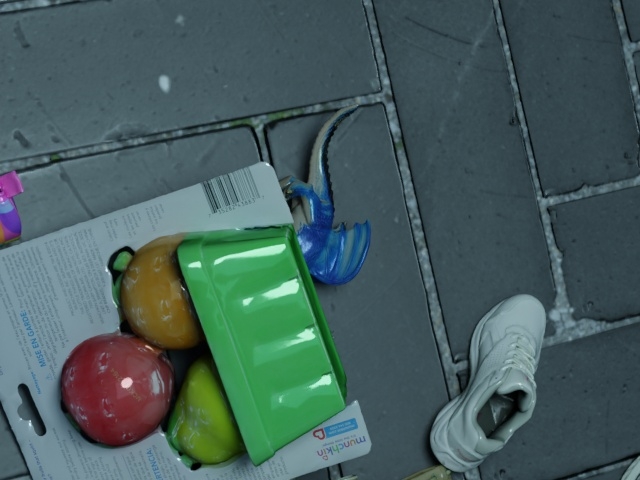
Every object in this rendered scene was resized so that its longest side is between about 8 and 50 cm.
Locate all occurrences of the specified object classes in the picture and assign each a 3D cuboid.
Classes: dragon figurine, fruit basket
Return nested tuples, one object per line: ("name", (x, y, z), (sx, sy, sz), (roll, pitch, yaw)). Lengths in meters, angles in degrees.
("dragon figurine", (0.000, 0.000, 1.522), (0.144, 0.085, 0.289), (31, 81, -17))
("fruit basket", (-0.160, 0.122, 1.411), (0.353, 0.165, 0.327), (-18, 99, 11))

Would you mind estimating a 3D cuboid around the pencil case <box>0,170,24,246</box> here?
("pencil case", (-0.416, -0.010, 1.368), (0.236, 0.104, 0.104), (-23, 94, -19))

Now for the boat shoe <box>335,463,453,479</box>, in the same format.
("boat shoe", (0.044, 0.297, 1.491), (0.285, 0.104, 0.089), (5, 69, -45))

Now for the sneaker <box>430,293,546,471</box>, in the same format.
("sneaker", (0.218, 0.160, 1.566), (0.090, 0.115, 0.232), (33, 65, -16))

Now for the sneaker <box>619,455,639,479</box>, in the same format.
("sneaker", (0.394, 0.358, 1.618), (0.110, 0.122, 0.283), (44, 73, -12))

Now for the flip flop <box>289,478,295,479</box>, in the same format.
("flip flop", (-0.077, 0.277, 1.476), (0.112, 0.080, 0.277), (40, 74, -13))
